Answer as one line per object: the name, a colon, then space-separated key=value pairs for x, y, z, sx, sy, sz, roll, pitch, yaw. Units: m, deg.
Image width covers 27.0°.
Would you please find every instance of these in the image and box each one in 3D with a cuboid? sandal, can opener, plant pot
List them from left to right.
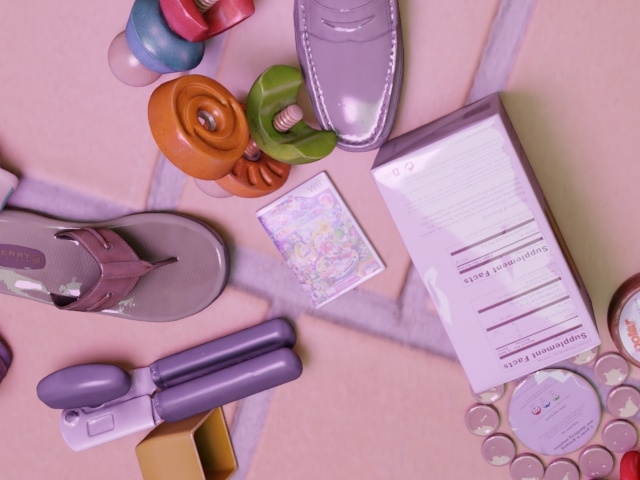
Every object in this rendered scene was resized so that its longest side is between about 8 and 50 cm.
sandal: x=-0.244 y=0.032 z=1.389 sx=0.303 sy=0.086 sz=0.120 roll=2 pitch=105 yaw=6
can opener: x=-0.158 y=0.151 z=1.405 sx=0.280 sy=0.093 sz=0.074 roll=-17 pitch=59 yaw=7
plant pot: x=-0.150 y=0.230 z=1.436 sx=0.083 sy=0.081 sz=0.081 roll=-9 pitch=103 yaw=21

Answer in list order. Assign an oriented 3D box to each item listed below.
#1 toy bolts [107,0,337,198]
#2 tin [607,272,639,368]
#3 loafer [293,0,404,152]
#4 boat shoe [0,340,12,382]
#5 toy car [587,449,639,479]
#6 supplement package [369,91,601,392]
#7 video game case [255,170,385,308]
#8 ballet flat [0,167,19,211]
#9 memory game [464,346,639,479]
toy bolts: x=-0.135 y=-0.135 z=1.287 sx=0.158 sy=0.218 sz=0.228 roll=-31 pitch=84 yaw=40
tin: x=0.386 y=0.069 z=1.351 sx=0.190 sy=0.040 sz=0.106 roll=-19 pitch=97 yaw=11
loafer: x=0.020 y=-0.238 z=1.276 sx=0.112 sy=0.111 sz=0.319 roll=-6 pitch=103 yaw=8
boat shoe: x=-0.452 y=0.068 z=1.422 sx=0.285 sy=0.092 sz=0.103 roll=41 pitch=124 yaw=-7
toy car: x=0.329 y=0.290 z=1.368 sx=0.182 sy=0.159 sz=0.136 roll=-45 pitch=65 yaw=15
supplement package: x=0.163 y=0.000 z=1.306 sx=0.134 sy=0.139 sz=0.244 roll=-24 pitch=102 yaw=13
video game case: x=0.000 y=0.000 z=1.391 sx=0.087 sy=0.011 sz=0.122 roll=-31 pitch=98 yaw=13
ballet flat: x=-0.410 y=-0.123 z=1.379 sx=0.248 sy=0.086 sz=0.086 roll=46 pitch=105 yaw=0
memory game: x=0.246 y=0.179 z=1.407 sx=0.186 sy=0.012 sz=0.186 roll=1 pitch=104 yaw=6
